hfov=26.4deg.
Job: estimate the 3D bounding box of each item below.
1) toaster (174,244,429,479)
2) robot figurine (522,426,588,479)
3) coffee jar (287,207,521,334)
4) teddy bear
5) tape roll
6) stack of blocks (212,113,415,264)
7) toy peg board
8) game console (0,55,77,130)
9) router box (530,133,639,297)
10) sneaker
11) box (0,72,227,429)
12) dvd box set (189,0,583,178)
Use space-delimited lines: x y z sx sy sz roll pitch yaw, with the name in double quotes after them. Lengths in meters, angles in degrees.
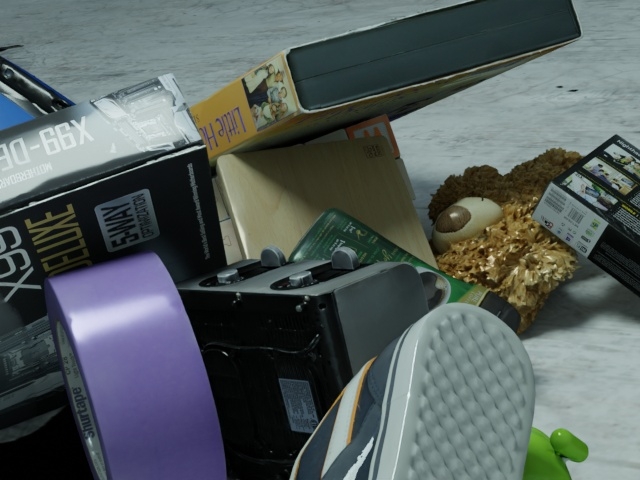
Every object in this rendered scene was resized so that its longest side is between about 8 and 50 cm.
-0.005 0.100 0.986 0.168 0.185 0.110 0 18 45 "toaster"
0.130 0.163 0.883 0.101 0.067 0.115 -38 18 11 "robot figurine"
0.062 0.056 1.084 0.184 0.079 0.096 29 52 13 "coffee jar"
0.166 -0.021 1.302 0.245 0.113 0.338 1 22 32 "teddy bear"
-0.136 0.107 0.985 0.080 0.189 0.189 -17 21 -17 "tape roll"
-0.072 -0.029 1.351 0.297 0.087 0.171 -20 1 -8 "stack of blocks"
0.000 0.000 1.214 0.161 0.079 0.161 -8 57 -16 "toy peg board"
-0.301 -0.066 1.531 0.293 0.173 0.250 35 0 5 "game console"
0.289 -0.007 1.170 0.179 0.046 0.133 39 41 18 "router box"
0.038 0.191 0.781 0.127 0.126 0.321 -44 17 47 "sneaker"
-0.198 0.022 1.074 0.242 0.307 0.076 -20 60 -10 "box"
0.009 -0.137 1.328 0.308 0.062 0.420 -19 1 -27 "dvd box set"
